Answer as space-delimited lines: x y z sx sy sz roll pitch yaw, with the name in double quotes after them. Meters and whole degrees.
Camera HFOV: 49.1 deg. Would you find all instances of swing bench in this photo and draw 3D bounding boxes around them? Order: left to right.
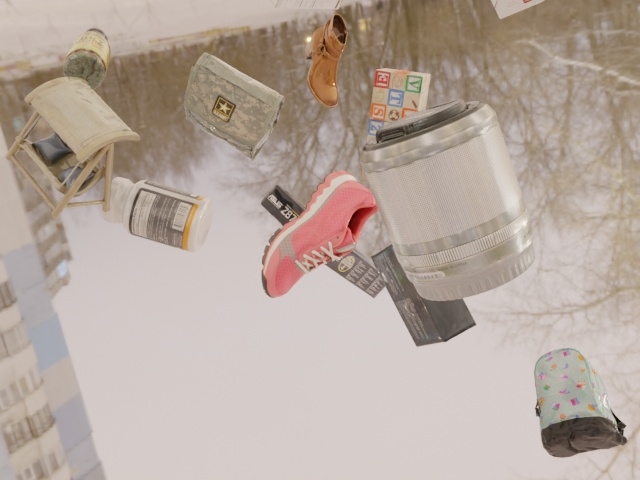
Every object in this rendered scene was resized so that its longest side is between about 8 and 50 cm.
-0.620 -0.236 1.744 0.253 0.254 0.165 44 -150 22 "swing bench"

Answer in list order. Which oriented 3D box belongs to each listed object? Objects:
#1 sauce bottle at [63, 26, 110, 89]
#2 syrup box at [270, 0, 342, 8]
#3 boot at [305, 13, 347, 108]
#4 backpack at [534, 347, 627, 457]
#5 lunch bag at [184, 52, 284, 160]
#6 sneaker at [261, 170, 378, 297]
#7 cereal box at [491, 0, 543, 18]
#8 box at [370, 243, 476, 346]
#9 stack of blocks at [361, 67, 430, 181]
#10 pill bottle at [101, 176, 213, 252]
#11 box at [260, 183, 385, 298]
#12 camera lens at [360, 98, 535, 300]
-0.651 -0.525 1.976 0.112 0.111 0.344 -12 -148 -7 "sauce bottle"
-0.041 -0.749 2.067 0.237 0.093 0.096 -13 151 -34 "syrup box"
0.025 -0.438 1.716 0.073 0.197 0.152 -11 168 -31 "boot"
0.464 0.291 1.286 0.152 0.115 0.181 -17 -136 23 "backpack"
-0.231 -0.360 1.860 0.168 0.235 0.287 -59 -178 -13 "lunch bag"
0.000 -0.001 1.449 0.136 0.116 0.313 33 -97 34 "sneaker"
0.545 -0.785 2.045 0.047 0.240 0.173 -40 -163 -26 "cereal box"
0.247 0.119 1.718 0.103 0.261 0.184 -25 175 -15 "box"
0.219 -0.294 1.855 0.171 0.297 0.087 12 -160 19 "stack of blocks"
-0.455 -0.078 1.968 0.279 0.162 0.162 17 -160 4 "pill bottle"
0.020 0.008 2.242 0.097 0.395 0.318 -47 -128 5 "box"
0.201 -0.070 1.110 0.220 0.274 0.219 -21 -168 5 "camera lens"
